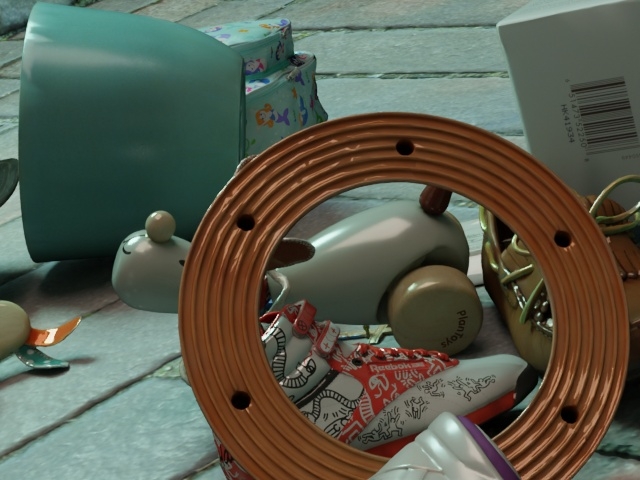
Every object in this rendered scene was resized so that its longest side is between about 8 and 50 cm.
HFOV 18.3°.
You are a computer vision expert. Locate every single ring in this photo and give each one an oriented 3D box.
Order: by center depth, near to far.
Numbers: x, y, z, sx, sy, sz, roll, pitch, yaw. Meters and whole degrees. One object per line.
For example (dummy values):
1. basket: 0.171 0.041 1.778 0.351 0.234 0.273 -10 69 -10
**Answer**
1. ring: 0.062 0.060 1.467 0.336 0.336 0.032 -18 -19 -13

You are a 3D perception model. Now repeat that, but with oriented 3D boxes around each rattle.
1. rattle: -0.346 0.119 2.002 0.200 0.143 0.130 -3 47 -14

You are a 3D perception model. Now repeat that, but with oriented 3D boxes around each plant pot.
1. plant pot: -0.202 -0.120 2.232 0.235 0.293 0.293 0 18 0

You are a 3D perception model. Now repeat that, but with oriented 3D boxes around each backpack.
1. backpack: -0.125 -0.166 2.476 0.225 0.191 0.253 -6 24 22

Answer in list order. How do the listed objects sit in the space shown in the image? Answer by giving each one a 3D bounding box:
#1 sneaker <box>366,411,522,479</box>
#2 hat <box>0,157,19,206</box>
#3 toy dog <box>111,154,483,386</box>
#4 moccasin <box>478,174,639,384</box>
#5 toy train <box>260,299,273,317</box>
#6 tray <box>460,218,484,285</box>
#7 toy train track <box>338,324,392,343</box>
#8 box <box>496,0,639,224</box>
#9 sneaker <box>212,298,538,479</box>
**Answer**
1. sneaker: 0.085 0.222 1.256 0.152 0.114 0.305 -34 18 0
2. hat: -0.468 0.022 2.228 0.331 0.134 0.331 -15 20 6
3. toy dog: 0.000 0.000 1.736 0.334 0.161 0.220 -8 31 -27
4. moccasin: 0.215 0.020 1.661 0.139 0.147 0.380 -14 17 0
5. toy train: -0.066 0.072 1.845 0.105 0.080 0.184 -5 20 2
6. tray: 0.149 0.008 1.951 0.270 0.030 0.145 -13 18 6
7. toy train track: 0.037 0.082 1.836 0.083 0.014 0.048 -8 18 21
8. box: 0.329 -0.164 1.940 0.168 0.215 0.345 -8 14 30
9. sneaker: 0.035 0.102 1.528 0.270 0.145 0.090 -23 -2 -23
